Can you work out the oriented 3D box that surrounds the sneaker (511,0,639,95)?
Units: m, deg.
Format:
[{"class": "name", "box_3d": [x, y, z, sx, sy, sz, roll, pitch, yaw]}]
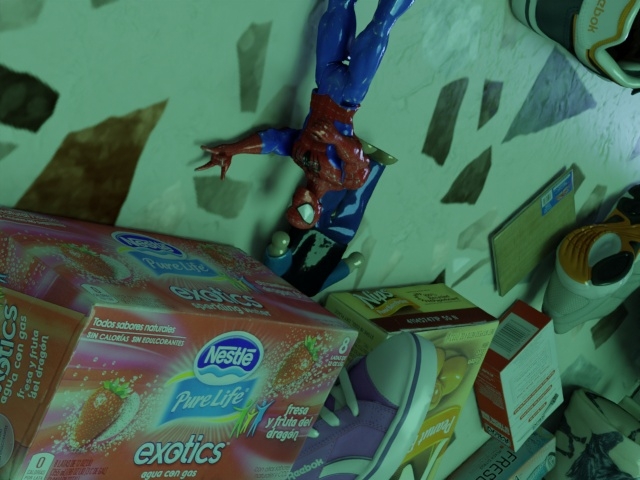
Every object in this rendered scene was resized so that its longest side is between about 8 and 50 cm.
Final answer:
[{"class": "sneaker", "box_3d": [0.314, -0.203, 1.442, 0.321, 0.127, 0.126, 1, 115, -53]}]

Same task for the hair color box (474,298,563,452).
[{"class": "hair color box", "box_3d": [0.223, 0.155, 1.686, 0.093, 0.053, 0.167, -43, 142, -21]}]

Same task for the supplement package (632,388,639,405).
[{"class": "supplement package", "box_3d": [0.527, 0.278, 2.050, 0.293, 0.177, 0.175, -49, 145, -9]}]

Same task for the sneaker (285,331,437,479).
[{"class": "sneaker", "box_3d": [-0.030, 0.171, 1.288, 0.161, 0.102, 0.282, 31, 109, -25]}]

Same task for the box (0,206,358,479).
[{"class": "box", "box_3d": [-0.134, 0.082, 1.100, 0.300, 0.154, 0.142, 11, 108, -52]}]

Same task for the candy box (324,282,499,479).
[{"class": "candy box", "box_3d": [0.042, 0.202, 1.469, 0.183, 0.087, 0.316, -3, 119, -48]}]

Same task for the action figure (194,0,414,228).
[{"class": "action figure", "box_3d": [-0.003, -0.128, 1.144, 0.139, 0.091, 0.280, -20, 131, -50]}]

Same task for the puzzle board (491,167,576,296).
[{"class": "puzzle board", "box_3d": [0.229, -0.010, 1.596, 0.128, 0.011, 0.096, -41, 142, -22]}]

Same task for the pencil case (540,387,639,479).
[{"class": "pencil case", "box_3d": [0.298, 0.387, 1.876, 0.410, 0.160, 0.183, -61, 177, 6]}]

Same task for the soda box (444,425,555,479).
[{"class": "soda box", "box_3d": [0.200, 0.290, 1.764, 0.183, 0.058, 0.063, -37, 141, -26]}]

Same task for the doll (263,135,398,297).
[{"class": "doll", "box_3d": [0.000, 0.000, 1.289, 0.129, 0.046, 0.189, 24, 98, -55]}]

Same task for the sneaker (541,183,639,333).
[{"class": "sneaker", "box_3d": [0.340, 0.023, 1.704, 0.262, 0.099, 0.121, -22, 149, -38]}]
